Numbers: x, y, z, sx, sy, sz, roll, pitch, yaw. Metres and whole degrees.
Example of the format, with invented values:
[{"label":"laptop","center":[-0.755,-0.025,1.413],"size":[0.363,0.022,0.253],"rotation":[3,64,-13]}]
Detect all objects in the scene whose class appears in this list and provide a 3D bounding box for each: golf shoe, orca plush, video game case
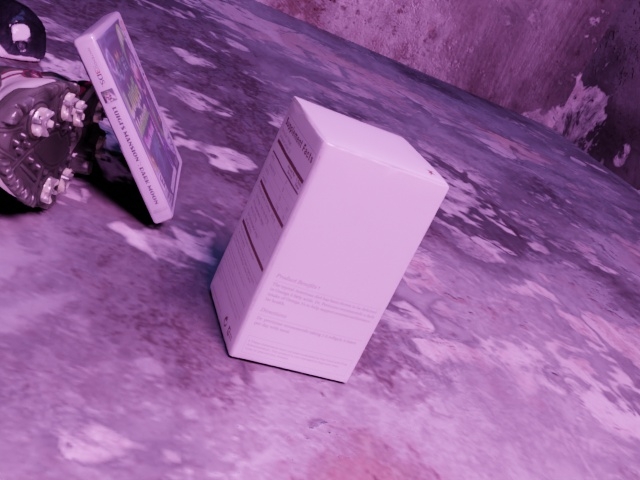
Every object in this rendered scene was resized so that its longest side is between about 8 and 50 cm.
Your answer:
[{"label":"golf shoe","center":[-0.258,-0.097,0.731],"size":[0.120,0.105,0.273],"rotation":[16,9,-7]},{"label":"orca plush","center":[-0.458,-0.305,1.009],"size":[0.287,0.102,0.151],"rotation":[21,19,-13]},{"label":"video game case","center":[-0.176,-0.125,0.821],"size":[0.022,0.173,0.190],"rotation":[-20,21,2]}]

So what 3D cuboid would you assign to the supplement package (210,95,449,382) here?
[{"label":"supplement package","center":[0.000,0.000,0.663],"size":[0.105,0.179,0.105],"rotation":[18,20,-23]}]
